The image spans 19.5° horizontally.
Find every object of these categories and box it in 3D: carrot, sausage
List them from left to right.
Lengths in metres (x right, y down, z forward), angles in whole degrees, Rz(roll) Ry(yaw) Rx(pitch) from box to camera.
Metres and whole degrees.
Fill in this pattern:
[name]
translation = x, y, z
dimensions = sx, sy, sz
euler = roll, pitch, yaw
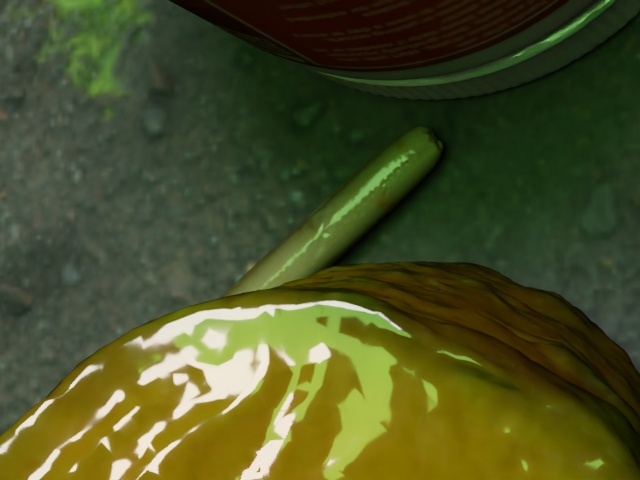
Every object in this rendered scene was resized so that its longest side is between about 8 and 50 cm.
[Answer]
[sausage]
translation = 0.000, 0.000, 0.788
dimensions = 0.132, 0.024, 0.024
euler = -43, 69, 13
[carrot]
translation = 0.010, 0.128, 0.621
dimensions = 0.241, 0.341, 0.241
euler = 2, 97, 13

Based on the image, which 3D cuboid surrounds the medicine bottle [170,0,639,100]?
[medicine bottle]
translation = 0.012, -0.195, 0.693
dimensions = 0.252, 0.241, 0.252
euler = -4, 80, 23
